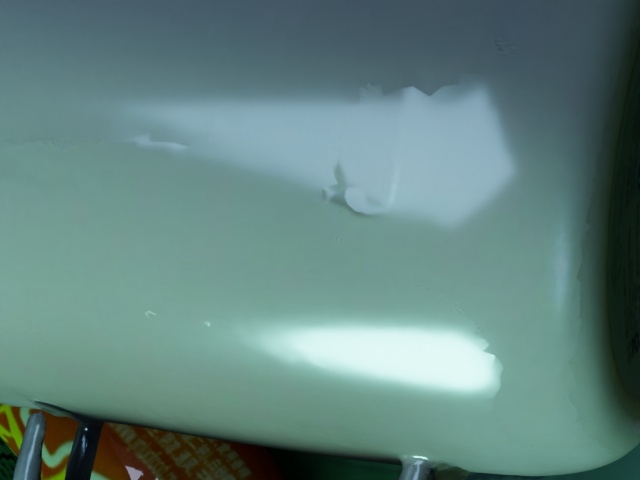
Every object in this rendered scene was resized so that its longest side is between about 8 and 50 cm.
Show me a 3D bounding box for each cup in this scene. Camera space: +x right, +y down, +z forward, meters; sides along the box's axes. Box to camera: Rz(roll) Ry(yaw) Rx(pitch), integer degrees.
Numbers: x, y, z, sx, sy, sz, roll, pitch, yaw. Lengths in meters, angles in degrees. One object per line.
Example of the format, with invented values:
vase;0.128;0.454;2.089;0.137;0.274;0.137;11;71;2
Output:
cup;0.000;0.000;0.477;0.200;0.191;0.253;9;80;25

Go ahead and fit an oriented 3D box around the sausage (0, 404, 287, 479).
sausage;-0.092;0.046;0.606;0.264;0.083;0.083;44;111;20
